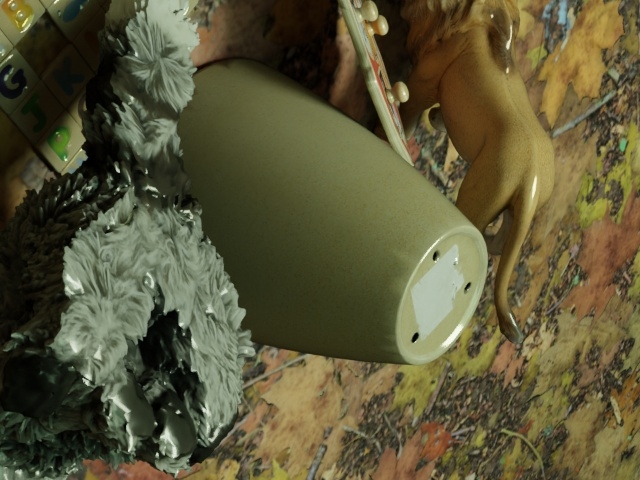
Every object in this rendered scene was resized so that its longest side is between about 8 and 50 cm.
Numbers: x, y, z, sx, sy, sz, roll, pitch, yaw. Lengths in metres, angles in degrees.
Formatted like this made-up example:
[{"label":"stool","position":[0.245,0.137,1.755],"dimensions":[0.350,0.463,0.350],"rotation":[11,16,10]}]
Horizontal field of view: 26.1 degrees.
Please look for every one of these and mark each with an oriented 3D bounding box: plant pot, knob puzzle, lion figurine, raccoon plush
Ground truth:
[{"label":"plant pot","position":[0.000,0.000,1.227],"dimensions":[0.256,0.274,0.256],"rotation":[-30,133,-39]},{"label":"knob puzzle","position":[0.059,-0.160,1.278],"dimensions":[0.030,0.213,0.213],"rotation":[-19,138,8]},{"label":"lion figurine","position":[0.158,-0.118,1.355],"dimensions":[0.142,0.392,0.240],"rotation":[-8,149,-28]},{"label":"raccoon plush","position":[-0.221,0.045,1.115],"dimensions":[0.216,0.299,0.446],"rotation":[42,44,-38]}]

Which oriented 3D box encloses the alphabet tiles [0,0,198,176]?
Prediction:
[{"label":"alphabet tiles","position":[-0.173,-0.179,1.139],"dimensions":[0.237,0.009,0.198],"rotation":[-54,142,-16]}]
